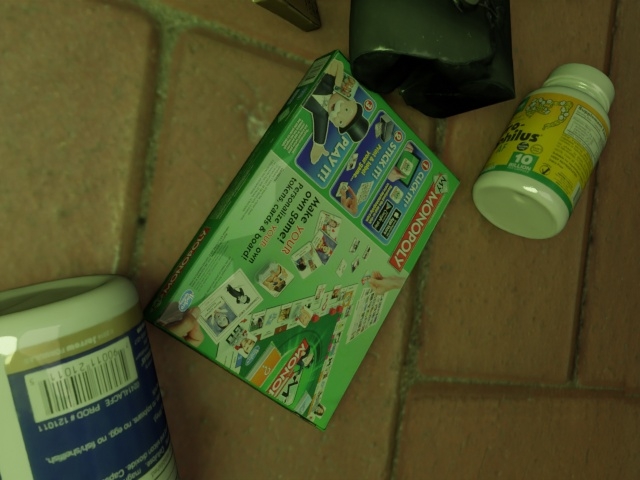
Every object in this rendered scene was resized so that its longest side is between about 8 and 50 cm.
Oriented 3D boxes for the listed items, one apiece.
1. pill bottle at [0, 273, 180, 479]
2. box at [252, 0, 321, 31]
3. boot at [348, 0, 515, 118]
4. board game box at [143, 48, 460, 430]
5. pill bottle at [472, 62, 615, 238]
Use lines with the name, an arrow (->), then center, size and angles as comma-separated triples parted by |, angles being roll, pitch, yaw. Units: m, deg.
pill bottle -> -0.183, 0.168, 0.426 | 0.153, 0.153, 0.264 | -14, 99, -31
box -> -0.042, -0.272, 0.499 | 0.021, 0.201, 0.164 | -11, 101, 12
boot -> 0.053, -0.370, 0.563 | 0.367, 0.146, 0.445 | 5, 88, -33
board game box -> 0.000, 0.000, 0.602 | 0.213, 0.046, 0.317 | 41, 70, -28
pill bottle -> 0.284, -0.115, 0.737 | 0.117, 0.117, 0.208 | 42, 70, -26
